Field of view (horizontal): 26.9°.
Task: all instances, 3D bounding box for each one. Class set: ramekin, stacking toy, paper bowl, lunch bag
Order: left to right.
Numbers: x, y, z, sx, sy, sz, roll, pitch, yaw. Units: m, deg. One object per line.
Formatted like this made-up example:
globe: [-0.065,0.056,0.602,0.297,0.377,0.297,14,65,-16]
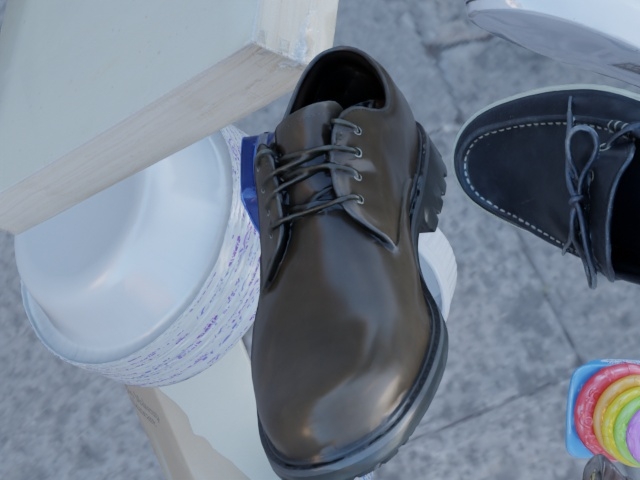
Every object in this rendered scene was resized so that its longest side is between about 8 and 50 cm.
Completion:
paper bowl: [-0.185,-0.009,1.313,0.148,0.284,0.284,31,54,-47]
lunch bag: [-0.020,-0.032,0.943,0.065,0.098,0.067,-8,52,14]
ramekin: [0.087,0.050,1.812,0.207,0.207,0.109,46,35,-4]
stacking toy: [0.503,0.292,2.052,0.175,0.302,0.165,2,98,-10]

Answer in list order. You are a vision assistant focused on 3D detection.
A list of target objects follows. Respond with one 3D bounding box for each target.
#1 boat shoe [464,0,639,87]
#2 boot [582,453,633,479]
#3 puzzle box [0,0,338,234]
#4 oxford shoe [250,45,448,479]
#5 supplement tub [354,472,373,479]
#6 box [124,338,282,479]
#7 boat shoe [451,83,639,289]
boat shoe: [0.162,-0.097,0.556,0.229,0.080,0.076,14,87,-23]
boot: [0.282,0.274,1.330,0.114,0.037,0.106,39,59,-54]
puzzle box: [-0.115,-0.174,0.885,0.052,0.409,0.272,21,67,-31]
oxford shoe: [0.000,0.000,0.543,0.227,0.083,0.096,-87,154,-50]
supplement tub: [0.024,0.288,1.532,0.071,0.071,0.107,39,16,-8]
box: [-0.147,0.176,1.558,0.121,0.148,0.311,-29,114,-20]
boat shoe: [0.316,-0.046,1.371,0.156,0.500,0.186,-19,118,-40]
